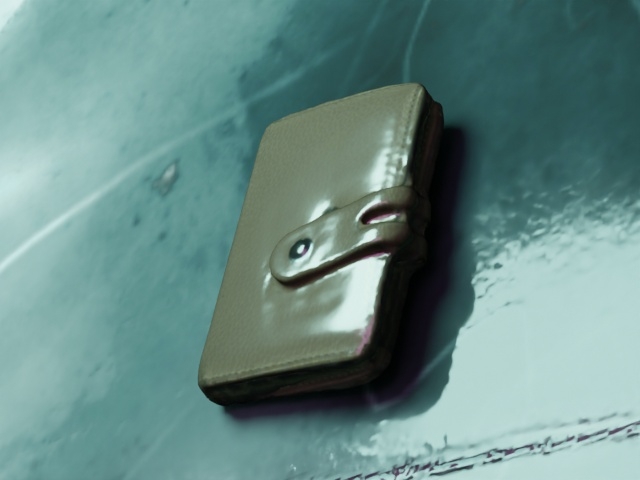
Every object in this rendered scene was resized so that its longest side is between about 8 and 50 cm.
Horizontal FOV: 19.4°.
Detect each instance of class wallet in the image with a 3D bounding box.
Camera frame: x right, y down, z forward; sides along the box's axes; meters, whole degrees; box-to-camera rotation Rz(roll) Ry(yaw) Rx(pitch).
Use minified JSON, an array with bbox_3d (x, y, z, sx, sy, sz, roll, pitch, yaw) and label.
[{"bbox_3d":[0.000,0.000,0.863,0.118,0.039,0.153,-14,49,38],"label":"wallet"}]
